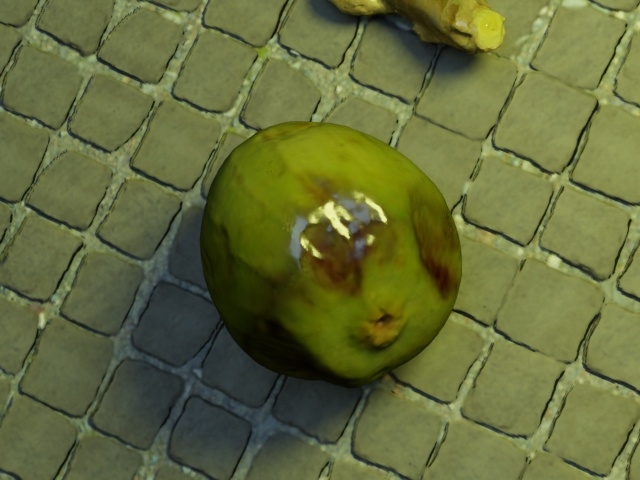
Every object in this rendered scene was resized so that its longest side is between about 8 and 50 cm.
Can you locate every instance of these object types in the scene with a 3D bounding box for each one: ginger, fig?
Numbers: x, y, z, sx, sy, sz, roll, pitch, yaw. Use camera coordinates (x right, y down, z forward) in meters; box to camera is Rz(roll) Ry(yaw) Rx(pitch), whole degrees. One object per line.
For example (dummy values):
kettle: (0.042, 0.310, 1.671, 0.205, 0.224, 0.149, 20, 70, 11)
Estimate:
ginger: (0.101, -0.255, 1.805, 0.205, 0.081, 0.115, 25, 72, 24)
fig: (0.000, 0.000, 1.709, 0.239, 0.239, 0.271, -34, 43, 5)
